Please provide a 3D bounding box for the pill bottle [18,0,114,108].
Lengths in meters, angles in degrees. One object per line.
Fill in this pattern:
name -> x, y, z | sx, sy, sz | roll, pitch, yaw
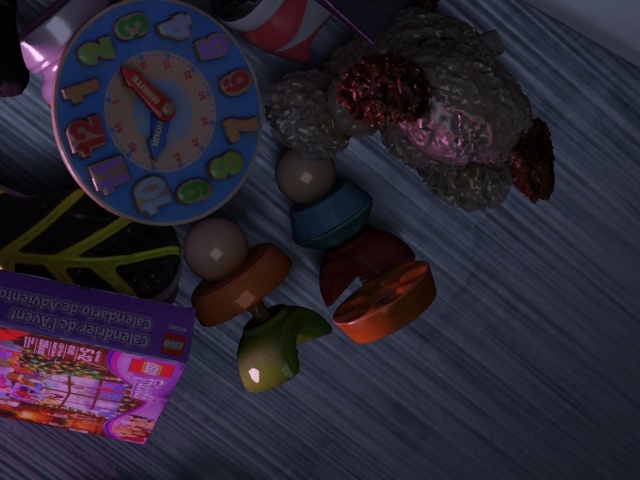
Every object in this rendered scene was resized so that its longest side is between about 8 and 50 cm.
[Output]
pill bottle -> -0.184, -0.134, 1.604 | 0.119, 0.119, 0.208 | -37, 106, 7

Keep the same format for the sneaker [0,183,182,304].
sneaker -> -0.320, 0.016, 1.624 | 0.385, 0.147, 0.145 | 16, 62, 8

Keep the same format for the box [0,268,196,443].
box -> -0.238, 0.113, 1.601 | 0.201, 0.293, 0.057 | 12, 67, -8

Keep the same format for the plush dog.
plush dog -> 0.110, -0.132, 1.557 | 0.262, 0.225, 0.210 | 18, 103, -23

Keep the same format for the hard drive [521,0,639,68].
hard drive -> 0.277, -0.313, 1.628 | 0.353, 0.047, 0.233 | 28, 103, -12

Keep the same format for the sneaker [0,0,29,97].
sneaker -> -0.302, -0.268, 1.518 | 0.124, 0.107, 0.283 | -26, 82, -7

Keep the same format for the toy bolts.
toy bolts -> 0.000, 0.000, 1.602 | 0.218, 0.228, 0.158 | -23, 106, 34

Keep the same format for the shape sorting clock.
shape sorting clock -> -0.142, -0.116, 1.534 | 0.206, 0.040, 0.206 | 0, 89, -26

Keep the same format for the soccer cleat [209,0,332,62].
soccer cleat -> 0.028, -0.311, 1.590 | 0.116, 0.108, 0.318 | 34, 94, -43

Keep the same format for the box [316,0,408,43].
box -> -0.031, -0.314, 1.447 | 0.143, 0.270, 0.165 | -51, 147, 4
